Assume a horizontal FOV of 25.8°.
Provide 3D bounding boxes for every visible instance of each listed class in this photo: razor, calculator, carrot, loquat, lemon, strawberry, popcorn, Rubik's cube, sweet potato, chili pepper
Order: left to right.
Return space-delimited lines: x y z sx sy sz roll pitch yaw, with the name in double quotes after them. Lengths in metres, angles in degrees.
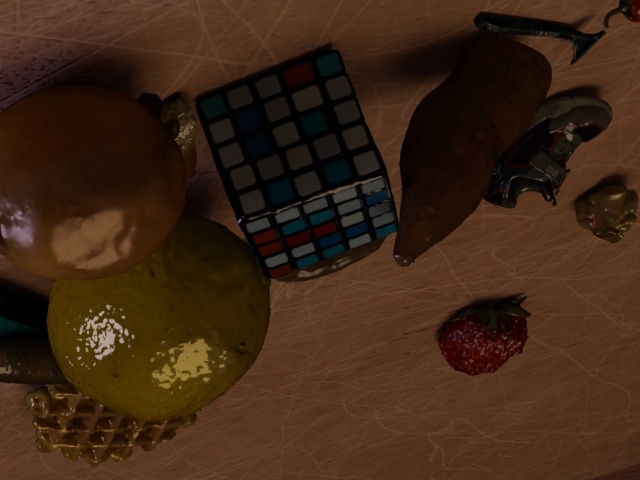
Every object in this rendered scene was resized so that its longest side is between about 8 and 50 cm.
-0.496 0.140 1.896 0.248 0.058 0.274 -29 159 13 "calculator"
-0.259 -0.061 1.503 0.238 0.238 0.193 -17 134 -11 "loquat"
-0.338 0.170 1.970 0.070 0.070 0.342 -35 157 26 "carrot"
-0.204 0.091 1.803 0.322 0.268 0.268 -39 151 25 "lemon"
-0.026 -0.088 1.680 0.187 0.184 0.182 -20 156 -1 "Rubik's cube"
0.156 -0.107 1.693 0.336 0.131 0.131 -54 170 -29 "sweet potato"
0.290 0.202 2.613 0.174 0.098 0.228 -2 148 -35 "strawberry"
0.267 -0.263 1.755 0.190 0.033 0.066 5 145 -35 "razor"
0.477 -0.047 2.291 0.097 0.089 0.109 -16 153 -40 "popcorn"
0.426 -0.312 1.756 0.191 0.050 0.059 -25 155 -22 "chili pepper"

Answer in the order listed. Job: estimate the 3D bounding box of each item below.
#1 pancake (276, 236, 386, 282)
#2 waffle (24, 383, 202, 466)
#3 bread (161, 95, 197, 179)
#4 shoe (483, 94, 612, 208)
0.000 0.001 2.045 0.223 0.042 0.236 -19 154 -3 "pancake"
-0.304 0.249 2.208 0.329 0.062 0.329 -15 140 -13 "waffle"
-0.212 -0.103 1.658 0.136 0.054 0.154 -13 151 -12 "bread"
0.315 -0.115 1.973 0.228 0.125 0.099 -25 152 11 "shoe"
